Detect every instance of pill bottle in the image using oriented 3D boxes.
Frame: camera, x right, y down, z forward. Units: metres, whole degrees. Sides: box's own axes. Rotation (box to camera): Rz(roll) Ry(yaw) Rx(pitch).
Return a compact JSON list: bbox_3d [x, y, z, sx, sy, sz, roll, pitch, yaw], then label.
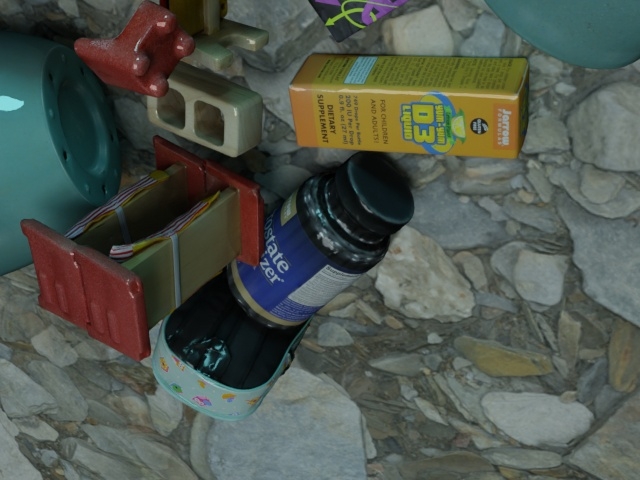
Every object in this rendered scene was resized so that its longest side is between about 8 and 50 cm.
[{"bbox_3d":[0.000,0.000,1.049,0.123,0.123,0.219,41,128,-10],"label":"pill bottle"}]

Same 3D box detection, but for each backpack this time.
[{"bbox_3d":[-0.117,0.125,1.141,0.166,0.188,0.144,31,129,-2],"label":"backpack"}]

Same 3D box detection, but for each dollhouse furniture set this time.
[{"bbox_3d":[-0.170,-0.096,0.888,0.152,0.201,0.374,25,133,26],"label":"dollhouse furniture set"}]

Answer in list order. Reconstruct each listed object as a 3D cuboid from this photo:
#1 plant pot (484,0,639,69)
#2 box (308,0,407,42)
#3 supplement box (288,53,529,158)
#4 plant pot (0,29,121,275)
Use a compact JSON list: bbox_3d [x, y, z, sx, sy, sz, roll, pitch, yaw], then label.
[{"bbox_3d":[0.219,-0.250,0.572,0.271,0.272,0.255,37,145,-7],"label":"plant pot"},{"bbox_3d":[0.049,-0.277,0.895,0.162,0.029,0.116,-26,111,32],"label":"box"},{"bbox_3d":[0.091,-0.138,0.946,0.233,0.080,0.078,3,127,17],"label":"supplement box"},{"bbox_3d":[-0.364,-0.098,1.030,0.235,0.293,0.293,-12,119,11],"label":"plant pot"}]
